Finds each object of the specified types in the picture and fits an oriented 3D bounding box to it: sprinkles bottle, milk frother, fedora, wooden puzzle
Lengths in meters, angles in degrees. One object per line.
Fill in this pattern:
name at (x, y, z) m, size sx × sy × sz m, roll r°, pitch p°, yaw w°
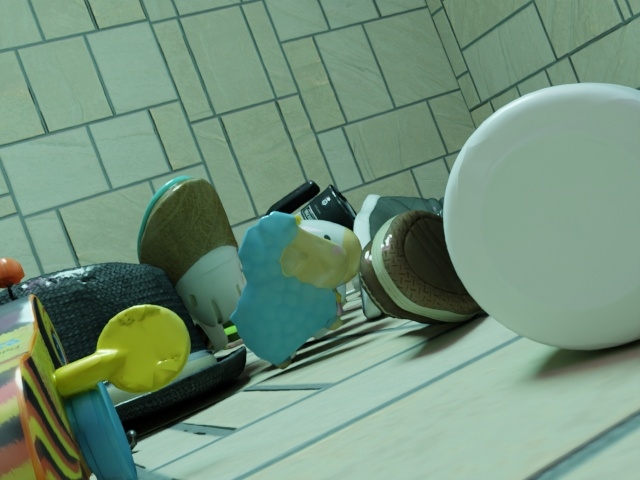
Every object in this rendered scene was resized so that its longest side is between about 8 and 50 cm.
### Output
sprinkles bottle at (0.190, -0.036, 0.506) m, size 0.121 × 0.121 × 0.355 m, roll -22°, pitch -1°, yaw 30°
milk frother at (0.000, 0.000, 1.166) m, size 0.135 × 0.143 × 0.129 m, roll -37°, pitch 34°, yaw 10°
fedora at (-0.247, 0.114, 0.799) m, size 0.334 × 0.152 × 0.334 m, roll -18°, pitch -5°, yaw -2°
wooden puzzle at (-0.138, 0.172, 1.369) m, size 0.083 × 0.006 × 0.049 m, roll -21°, pitch -1°, yaw -30°

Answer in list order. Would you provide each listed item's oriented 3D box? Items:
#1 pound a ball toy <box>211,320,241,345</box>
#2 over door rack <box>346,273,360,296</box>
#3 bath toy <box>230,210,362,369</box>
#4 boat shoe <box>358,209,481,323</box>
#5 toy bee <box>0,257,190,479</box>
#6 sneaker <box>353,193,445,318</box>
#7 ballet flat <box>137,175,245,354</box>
pound a ball toy at (-0.222, 0.141, 1.564) m, size 0.208 × 0.135 × 0.319 m, roll -21°, pitch -1°, yaw -25°
over door rack at (0.050, 0.044, 1.275) m, size 0.240 × 0.108 × 0.324 m, roll -22°, pitch -1°, yaw 1°
bath toy at (-0.025, 0.041, 0.899) m, size 0.151 × 0.129 × 0.348 m, roll -38°, pitch -3°, yaw -1°
boat shoe at (0.085, 0.035, 0.670) m, size 0.095 × 0.095 × 0.257 m, roll -37°, pitch -14°, yaw 24°
toy bee at (-0.191, 0.092, 0.480) m, size 0.195 × 0.162 × 0.298 m, roll -23°, pitch 0°, yaw -33°
sneaker at (0.121, 0.007, 1.001) m, size 0.147 × 0.104 × 0.295 m, roll -1°, pitch 20°, yaw 9°
ballet flat at (-0.147, 0.067, 0.934) m, size 0.116 × 0.124 × 0.342 m, roll -29°, pitch -22°, yaw -34°
